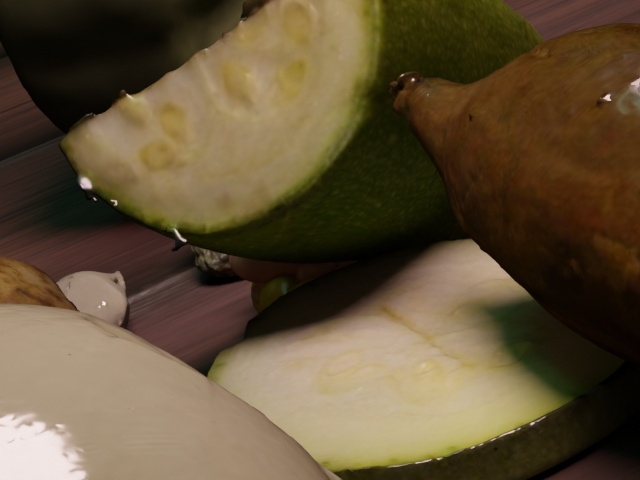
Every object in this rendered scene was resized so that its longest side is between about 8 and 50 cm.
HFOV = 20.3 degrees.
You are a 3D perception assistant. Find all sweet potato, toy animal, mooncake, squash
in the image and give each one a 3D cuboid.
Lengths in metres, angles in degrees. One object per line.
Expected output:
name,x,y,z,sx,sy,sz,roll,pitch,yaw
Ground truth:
sweet potato,0.171,-0.006,0.703,0.158,0.158,0.369,-28,29,-26
toy animal,0.000,0.000,0.975,0.114,0.082,0.091,-11,20,20
mooncake,-0.078,-0.211,1.259,0.187,0.351,0.351,-3,23,30
squash,0.053,0.063,0.826,0.219,0.041,0.219,-14,23,6
squash,0.025,-0.043,0.957,0.203,0.111,0.288,-32,-16,15

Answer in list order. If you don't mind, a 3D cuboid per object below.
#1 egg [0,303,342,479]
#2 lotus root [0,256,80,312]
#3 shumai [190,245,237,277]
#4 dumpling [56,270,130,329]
egg,-0.086,0.126,0.478,0.219,0.219,0.269,-27,22,-25
lotus root,-0.231,0.091,0.866,0.260,0.128,0.145,-20,4,-22
shumai,-0.050,-0.027,1.103,0.083,0.080,0.082,-23,20,-21
dumpling,-0.140,0.050,1.044,0.052,0.057,0.076,12,37,-23
